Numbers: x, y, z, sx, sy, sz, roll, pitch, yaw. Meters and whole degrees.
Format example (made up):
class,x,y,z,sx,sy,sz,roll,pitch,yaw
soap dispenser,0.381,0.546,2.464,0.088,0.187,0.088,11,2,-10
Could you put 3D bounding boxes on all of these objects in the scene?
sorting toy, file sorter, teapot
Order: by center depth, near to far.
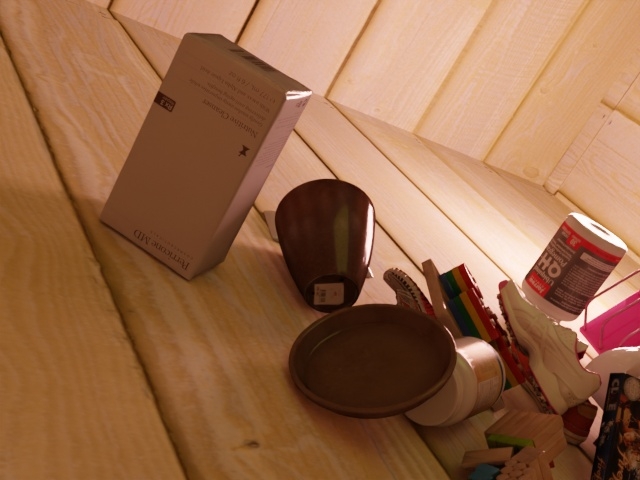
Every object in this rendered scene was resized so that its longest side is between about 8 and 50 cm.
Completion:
class,x,y,z,sx,sy,sz,roll,pitch,yaw
sorting toy,0.320,0.174,1.738,0.255,0.089,0.257,57,12,-19
teapot,0.698,0.314,1.798,0.252,0.187,0.256,42,14,-10
file sorter,0.834,0.250,2.143,0.291,0.202,0.182,57,-4,34

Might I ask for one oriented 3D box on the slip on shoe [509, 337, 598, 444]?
class,x,y,z,sx,sy,sz,roll,pitch,yaw
slip on shoe,0.511,0.307,1.850,0.123,0.101,0.331,22,20,-20

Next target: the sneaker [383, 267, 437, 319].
class,x,y,z,sx,sy,sz,roll,pitch,yaw
sneaker,0.185,0.145,1.758,0.088,0.092,0.225,51,6,-48

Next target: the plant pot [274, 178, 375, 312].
class,x,y,z,sx,sy,sz,roll,pitch,yaw
plant pot,0.015,0.030,1.698,0.215,0.215,0.230,23,36,-21

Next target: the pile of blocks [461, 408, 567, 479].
class,x,y,z,sx,sy,sz,roll,pitch,yaw
pile of blocks,0.305,0.406,1.343,0.362,0.149,0.113,-39,114,-60

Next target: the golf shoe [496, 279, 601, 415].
class,x,y,z,sx,sy,sz,roll,pitch,yaw
golf shoe,0.472,0.207,1.750,0.306,0.140,0.115,68,10,24

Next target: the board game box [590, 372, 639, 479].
class,x,y,z,sx,sy,sz,roll,pitch,yaw
board game box,0.605,0.394,1.602,0.165,0.243,0.042,23,-18,-20

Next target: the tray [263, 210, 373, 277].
class,x,y,z,sx,sy,sz,roll,pitch,yaw
tray,0.000,0.000,1.961,0.270,0.030,0.145,22,20,-23

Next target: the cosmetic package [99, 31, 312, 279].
class,x,y,z,sx,sy,sz,roll,pitch,yaw
cosmetic package,-0.206,-0.151,1.497,0.217,0.385,0.156,31,18,9

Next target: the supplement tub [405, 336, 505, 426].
class,x,y,z,sx,sy,sz,roll,pitch,yaw
supplement tub,0.232,0.253,1.507,0.144,0.144,0.199,41,22,27

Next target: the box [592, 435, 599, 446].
class,x,y,z,sx,sy,sz,roll,pitch,yaw
box,0.693,0.475,1.798,0.225,0.036,0.136,13,26,-42

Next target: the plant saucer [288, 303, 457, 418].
class,x,y,z,sx,sy,sz,roll,pitch,yaw
plant saucer,0.086,0.199,1.390,0.277,0.041,0.278,-5,32,3

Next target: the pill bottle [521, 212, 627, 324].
class,x,y,z,sx,sy,sz,roll,pitch,yaw
pill bottle,0.644,0.101,2.217,0.176,0.318,0.176,27,19,-10
